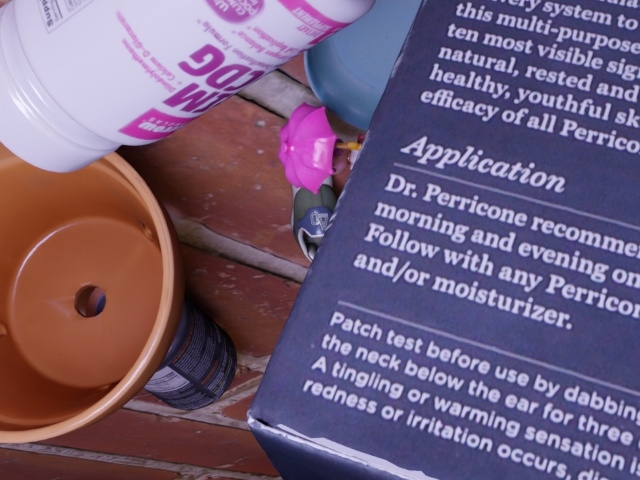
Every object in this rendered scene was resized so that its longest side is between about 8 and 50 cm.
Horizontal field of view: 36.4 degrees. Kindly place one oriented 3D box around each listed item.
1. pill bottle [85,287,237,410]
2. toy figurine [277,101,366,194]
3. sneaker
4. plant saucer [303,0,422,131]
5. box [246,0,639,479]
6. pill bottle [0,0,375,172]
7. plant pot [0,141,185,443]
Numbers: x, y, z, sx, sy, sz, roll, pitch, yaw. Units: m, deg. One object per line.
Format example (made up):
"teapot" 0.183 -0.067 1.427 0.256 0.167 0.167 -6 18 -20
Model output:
"pill bottle" -0.207 0.127 1.256 0.130 0.130 0.246 -15 152 10
"toy figurine" 0.041 -0.084 0.908 0.159 0.130 0.173 3 177 5
"sneaker" 0.000 0.000 1.130 0.064 0.086 0.192 -10 153 0
"plant saucer" 0.140 -0.195 0.858 0.317 0.044 0.317 -8 153 -4
"box" 0.205 0.023 0.663 0.297 0.472 0.480 18 156 16
"pill bottle" -0.114 -0.167 0.701 0.283 0.160 0.160 -26 148 29
"plant pot" -0.261 0.050 0.972 0.290 0.291 0.203 -12 170 5
